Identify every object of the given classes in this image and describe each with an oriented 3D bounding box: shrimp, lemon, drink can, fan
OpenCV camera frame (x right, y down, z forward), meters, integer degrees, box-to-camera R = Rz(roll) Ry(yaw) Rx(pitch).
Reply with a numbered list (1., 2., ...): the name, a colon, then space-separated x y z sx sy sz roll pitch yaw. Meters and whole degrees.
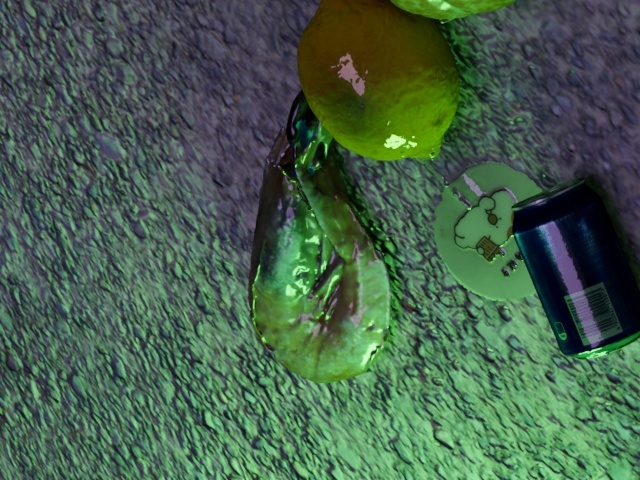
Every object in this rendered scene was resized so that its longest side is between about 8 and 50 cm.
1. shrimp: 0.000 0.000 1.941 0.221 0.110 0.446 13 118 26
2. lemon: 0.073 -0.202 1.750 0.188 0.188 0.257 -23 109 39
3. drink can: 0.310 0.034 1.709 0.118 0.118 0.205 -19 94 39
4. fan: 0.177 -0.057 1.843 0.329 0.009 0.191 47 128 13

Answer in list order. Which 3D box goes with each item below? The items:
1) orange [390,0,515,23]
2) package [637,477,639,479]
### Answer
1. orange: 0.137 -0.408 1.592 0.329 0.249 0.329 20 121 38
2. package: 0.420 0.351 1.800 0.077 0.033 0.111 -38 96 16
